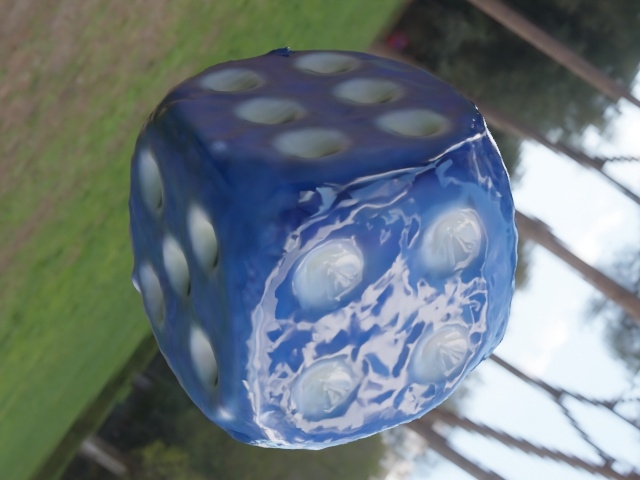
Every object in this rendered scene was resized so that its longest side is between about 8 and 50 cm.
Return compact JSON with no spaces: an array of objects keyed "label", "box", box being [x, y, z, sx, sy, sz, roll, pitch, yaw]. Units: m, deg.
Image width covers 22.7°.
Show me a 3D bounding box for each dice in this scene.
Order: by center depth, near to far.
[{"label":"dice","box":[0.000,0.000,0.736,0.146,0.143,0.146,-14,123,-26]}]
